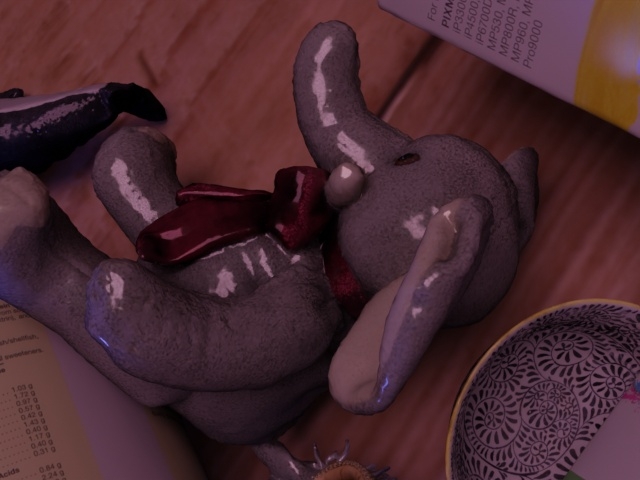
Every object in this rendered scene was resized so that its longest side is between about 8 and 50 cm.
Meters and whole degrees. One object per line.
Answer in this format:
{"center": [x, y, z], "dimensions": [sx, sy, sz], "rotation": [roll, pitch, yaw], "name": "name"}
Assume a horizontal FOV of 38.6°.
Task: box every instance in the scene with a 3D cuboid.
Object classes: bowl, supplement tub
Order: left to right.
{"center": [-0.199, 0.155, 0.581], "dimensions": [0.235, 0.235, 0.325], "rotation": [-34, 62, 6], "name": "supplement tub"}
{"center": [0.140, 0.112, 0.540], "dimensions": [0.170, 0.080, 0.170], "rotation": [-1, 95, -14], "name": "bowl"}

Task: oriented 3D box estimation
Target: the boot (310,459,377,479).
{"center": [0.005, 0.262, 0.457], "dimensions": [0.095, 0.203, 0.262], "rotation": [10, 60, 45], "name": "boot"}

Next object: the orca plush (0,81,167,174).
{"center": [-0.270, -0.071, 0.798], "dimensions": [0.287, 0.102, 0.151], "rotation": [-12, 22, 6], "name": "orca plush"}

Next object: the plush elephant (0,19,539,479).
{"center": [0.000, 0.000, 0.554], "dimensions": [0.255, 0.272, 0.330], "rotation": [-42, 87, 16], "name": "plush elephant"}

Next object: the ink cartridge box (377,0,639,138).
{"center": [0.262, -0.166, 0.500], "dimensions": [0.385, 0.160, 0.279], "rotation": [34, 49, 28], "name": "ink cartridge box"}

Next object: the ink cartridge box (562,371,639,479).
{"center": [0.235, 0.125, 0.472], "dimensions": [0.154, 0.093, 0.212], "rotation": [38, 84, -9], "name": "ink cartridge box"}
